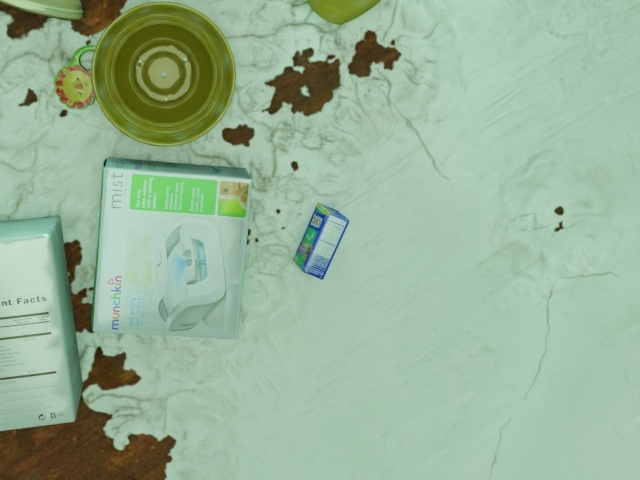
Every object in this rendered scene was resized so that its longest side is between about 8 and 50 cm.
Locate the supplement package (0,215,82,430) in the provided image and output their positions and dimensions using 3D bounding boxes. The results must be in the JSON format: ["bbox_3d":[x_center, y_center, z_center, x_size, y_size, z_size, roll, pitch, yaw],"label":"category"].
[{"bbox_3d":[-0.477,0.124,1.598,0.175,0.177,0.293,-6,101,-7],"label":"supplement package"}]

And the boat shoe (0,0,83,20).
[{"bbox_3d":[-0.482,-0.407,1.533,0.285,0.104,0.089,21,100,-12],"label":"boat shoe"}]

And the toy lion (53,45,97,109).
[{"bbox_3d":[-0.368,-0.255,1.621,0.096,0.034,0.100,2,100,-2],"label":"toy lion"}]

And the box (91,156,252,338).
[{"bbox_3d":[-0.238,0.010,1.644,0.231,0.127,0.262,5,101,-12],"label":"box"}]

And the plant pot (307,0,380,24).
[{"bbox_3d":[0.033,-0.395,1.616,0.134,0.134,0.095,29,124,-13],"label":"plant pot"}]

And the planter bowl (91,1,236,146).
[{"bbox_3d":[-0.242,-0.257,1.607,0.217,0.090,0.217,-2,100,-8],"label":"planter bowl"}]

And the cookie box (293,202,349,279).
[{"bbox_3d":[0.000,0.000,1.695,0.040,0.092,0.107,23,96,-16],"label":"cookie box"}]
